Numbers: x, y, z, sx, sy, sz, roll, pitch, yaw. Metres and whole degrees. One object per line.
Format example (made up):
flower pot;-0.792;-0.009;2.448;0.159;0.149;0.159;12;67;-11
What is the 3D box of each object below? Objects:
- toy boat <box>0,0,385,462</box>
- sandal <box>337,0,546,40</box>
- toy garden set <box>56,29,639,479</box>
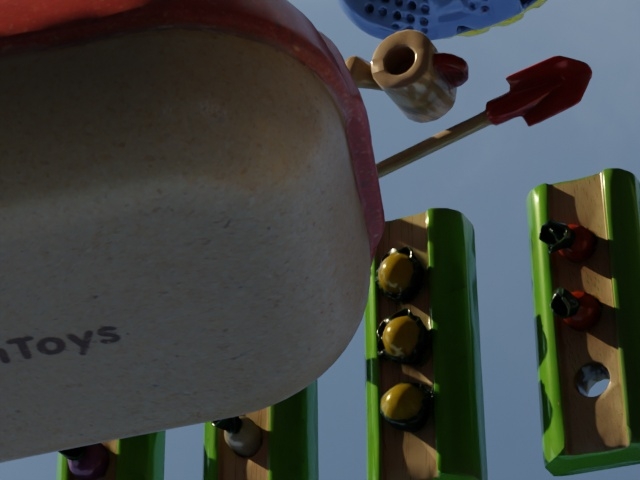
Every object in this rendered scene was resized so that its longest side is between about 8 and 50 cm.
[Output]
toy boat;-0.103;-0.028;0.512;0.231;0.151;0.151;-11;-128;1
sandal;0.139;-0.205;1.013;0.317;0.138;0.126;-25;-89;23
toy garden set;0.000;0.000;0.688;0.244;0.049;0.204;-13;-120;22
